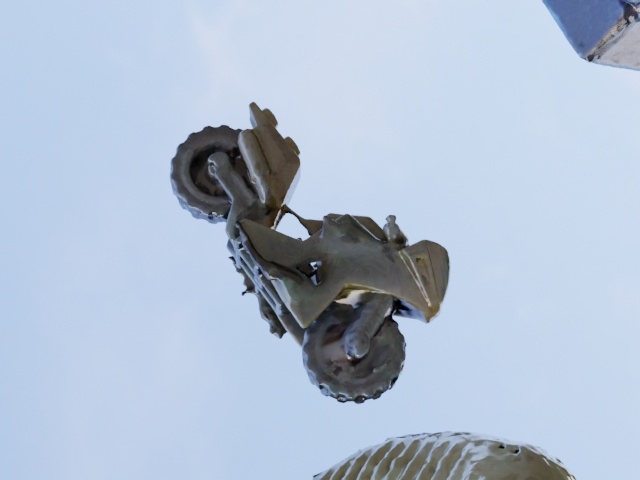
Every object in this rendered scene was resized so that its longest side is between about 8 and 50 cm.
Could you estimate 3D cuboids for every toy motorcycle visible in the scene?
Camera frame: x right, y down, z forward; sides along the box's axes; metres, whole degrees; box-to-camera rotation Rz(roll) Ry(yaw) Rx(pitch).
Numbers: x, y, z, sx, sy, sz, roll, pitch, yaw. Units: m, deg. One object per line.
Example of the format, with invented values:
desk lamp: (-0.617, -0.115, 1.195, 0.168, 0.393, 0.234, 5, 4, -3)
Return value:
toy motorcycle: (0.000, 0.000, 1.262, 0.130, 0.094, 0.229, -35, -107, -10)

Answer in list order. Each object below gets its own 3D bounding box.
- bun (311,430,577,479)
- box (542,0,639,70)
bun: (0.058, 0.309, 1.321, 0.211, 0.359, 0.360, 49, -131, -20)
box: (0.239, -0.243, 1.315, 0.261, 0.116, 0.279, 5, -134, -41)
